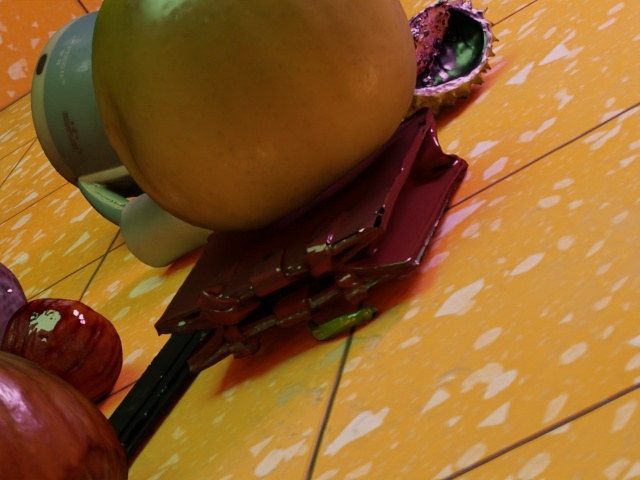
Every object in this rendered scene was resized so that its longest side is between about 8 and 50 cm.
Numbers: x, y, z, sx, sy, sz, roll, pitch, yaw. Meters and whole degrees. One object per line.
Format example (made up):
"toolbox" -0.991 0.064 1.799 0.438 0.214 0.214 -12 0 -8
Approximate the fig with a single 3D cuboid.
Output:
"fig" -0.272 0.124 1.908 0.150 0.128 0.128 -40 16 4

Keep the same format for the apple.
"apple" -0.070 -0.151 1.707 0.295 0.258 0.233 -28 15 17

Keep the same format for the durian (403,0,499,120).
"durian" 0.110 -0.168 2.033 0.186 0.119 0.108 -30 -24 -19

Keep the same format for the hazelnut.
"hazelnut" -0.253 0.184 1.568 0.186 0.210 0.210 7 26 5

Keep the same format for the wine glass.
"wine glass" -0.118 -0.049 2.101 0.231 0.103 0.103 -26 19 39

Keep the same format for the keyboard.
"keyboard" -0.161 0.149 1.792 0.087 0.017 0.250 -21 22 38

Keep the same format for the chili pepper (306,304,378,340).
"chili pepper" 0.016 0.073 1.648 0.083 0.017 0.030 -21 13 37

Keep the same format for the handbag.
"handbag" -0.001 -0.001 1.754 0.260 0.084 0.275 -24 16 27

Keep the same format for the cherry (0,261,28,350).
"cherry" -0.425 0.099 2.135 0.195 0.195 0.195 -33 17 11

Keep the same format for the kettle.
"kettle" -0.172 -0.153 2.347 0.342 0.247 0.320 -5 65 46
